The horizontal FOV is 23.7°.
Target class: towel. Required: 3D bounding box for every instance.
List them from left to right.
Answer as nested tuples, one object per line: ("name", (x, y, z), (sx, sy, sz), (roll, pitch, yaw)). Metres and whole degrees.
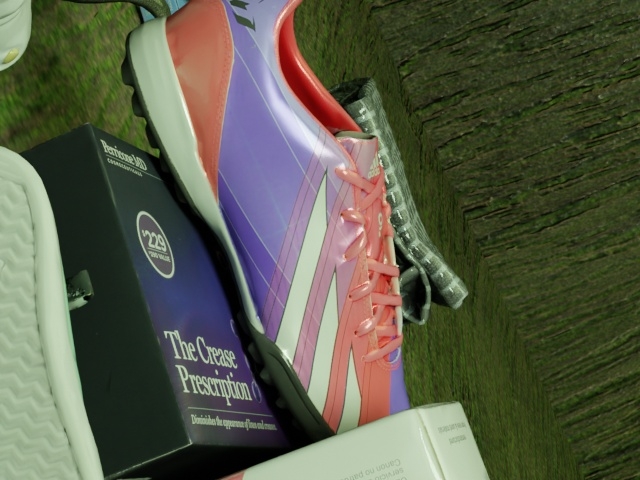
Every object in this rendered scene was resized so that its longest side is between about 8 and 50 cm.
("towel", (0.046, -0.037, 1.519), (0.284, 0.121, 0.235), (-100, 170, -79))

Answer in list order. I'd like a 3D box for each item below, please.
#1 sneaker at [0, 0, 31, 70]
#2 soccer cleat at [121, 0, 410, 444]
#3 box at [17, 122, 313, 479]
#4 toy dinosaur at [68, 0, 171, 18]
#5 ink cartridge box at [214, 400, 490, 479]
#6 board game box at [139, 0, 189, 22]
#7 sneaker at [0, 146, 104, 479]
("sneaker", (-0.249, -0.205, 0.759), (0.292, 0.108, 0.169), (50, -20, 8))
("soccer cleat", (0.000, 0.000, 0.902), (0.318, 0.116, 0.108), (64, 12, -12))
("box", (-0.098, 0.055, 0.908), (0.184, 0.103, 0.261), (68, 12, 14))
("toy dinosaur", (-0.206, -0.233, 0.987), (0.160, 0.121, 0.313), (-60, 132, -60))
("ink cartridge box", (0.019, 0.251, 0.803), (0.283, 0.207, 0.117), (70, 14, 10))
("board game box", (-0.089, -0.122, 1.387), (0.211, 0.039, 0.160), (36, 34, -70))
("sneaker", (-0.139, 0.098, 0.676), (0.151, 0.094, 0.256), (119, -31, -76))
